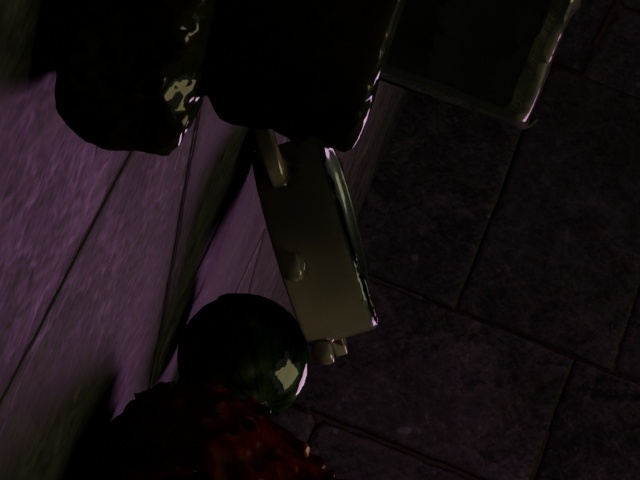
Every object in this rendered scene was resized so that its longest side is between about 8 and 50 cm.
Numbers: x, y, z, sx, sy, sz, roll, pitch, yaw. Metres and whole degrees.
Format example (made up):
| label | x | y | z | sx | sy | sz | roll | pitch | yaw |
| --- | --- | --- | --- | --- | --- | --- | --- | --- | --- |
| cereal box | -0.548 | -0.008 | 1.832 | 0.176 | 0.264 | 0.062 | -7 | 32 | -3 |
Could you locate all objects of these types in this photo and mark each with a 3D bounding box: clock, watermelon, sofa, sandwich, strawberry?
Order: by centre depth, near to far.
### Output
| label | x | y | z | sx | sy | sz | roll | pitch | yaw |
| --- | --- | --- | --- | --- | --- | --- | --- | --- | --- |
| sandwich | 0.004 | -0.157 | 0.629 | 0.212 | 0.109 | 0.292 | 24 | 88 | -86 |
| strawberry | -0.036 | 0.197 | 1.139 | 0.205 | 0.244 | 0.205 | 19 | 90 | -87 |
| clock | 0.000 | 0.000 | 1.364 | 0.155 | 0.063 | 0.229 | -105 | 175 | -49 |
| watermelon | -0.060 | 0.084 | 1.374 | 0.109 | 0.109 | 0.109 | 22 | 90 | -87 |
| sofa | 0.159 | -0.255 | 1.854 | 0.176 | 0.210 | 0.225 | -67 | 174 | -50 |
